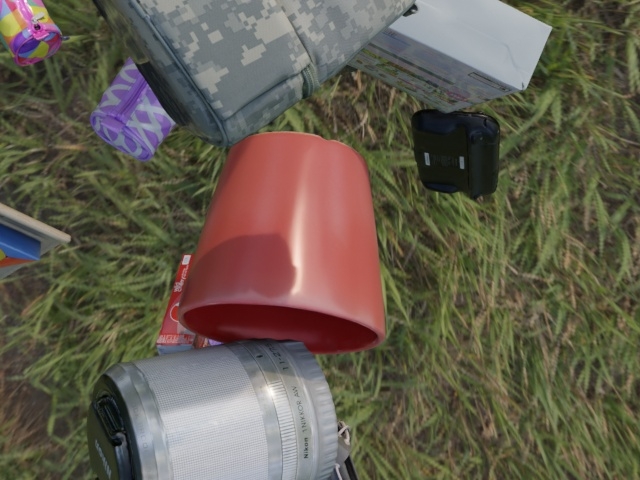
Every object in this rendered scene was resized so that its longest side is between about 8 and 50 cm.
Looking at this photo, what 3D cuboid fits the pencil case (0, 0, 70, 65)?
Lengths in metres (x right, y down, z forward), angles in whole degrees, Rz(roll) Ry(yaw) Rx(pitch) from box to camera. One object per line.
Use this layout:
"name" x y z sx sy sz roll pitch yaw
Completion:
"pencil case" -0.528 -0.413 1.522 0.104 0.104 0.236 -36 81 12

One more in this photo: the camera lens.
"camera lens" -0.143 0.246 1.138 0.274 0.219 0.220 -8 107 -29

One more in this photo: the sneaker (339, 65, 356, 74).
"sneaker" 0.039 -0.336 1.544 0.051 0.170 0.089 -32 102 -13

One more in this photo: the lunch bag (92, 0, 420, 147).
"lunch bag" -0.073 -0.263 0.754 0.256 0.212 0.305 -36 116 -9

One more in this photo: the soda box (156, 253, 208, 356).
"soda box" -0.279 0.153 1.934 0.083 0.263 0.092 2 135 9

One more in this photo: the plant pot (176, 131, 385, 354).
"plant pot" -0.040 0.005 1.186 0.274 0.275 0.243 5 72 2

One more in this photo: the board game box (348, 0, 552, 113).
"board game box" 0.141 -0.271 1.218 0.224 0.303 0.098 24 88 -11

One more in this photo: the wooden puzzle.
"wooden puzzle" -0.714 0.016 1.722 0.347 0.081 0.322 -23 147 27

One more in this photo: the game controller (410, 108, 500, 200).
"game controller" 0.267 -0.168 1.759 0.166 0.319 0.067 16 72 16

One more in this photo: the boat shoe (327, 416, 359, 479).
"boat shoe" 0.037 0.372 1.431 0.095 0.112 0.335 -13 100 8

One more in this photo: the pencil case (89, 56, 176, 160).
"pencil case" -0.168 -0.187 0.975 0.086 0.088 0.206 29 74 -5

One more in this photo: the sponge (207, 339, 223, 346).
"sponge" -0.195 0.210 1.739 0.031 0.117 0.210 -26 92 -9
